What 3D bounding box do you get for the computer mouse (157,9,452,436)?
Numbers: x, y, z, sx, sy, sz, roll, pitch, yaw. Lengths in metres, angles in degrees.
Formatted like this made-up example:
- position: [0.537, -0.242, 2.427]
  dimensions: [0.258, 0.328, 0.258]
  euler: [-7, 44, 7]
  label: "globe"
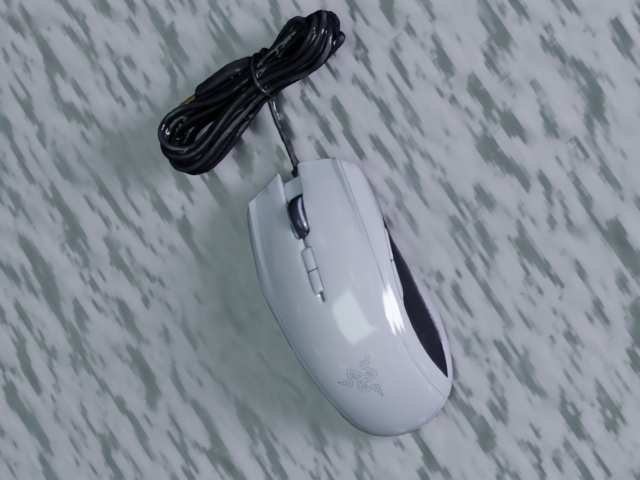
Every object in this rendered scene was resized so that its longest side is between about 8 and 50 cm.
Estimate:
- position: [0.000, 0.000, 0.861]
  dimensions: [0.106, 0.042, 0.193]
  euler: [-28, 83, 21]
  label: "computer mouse"
